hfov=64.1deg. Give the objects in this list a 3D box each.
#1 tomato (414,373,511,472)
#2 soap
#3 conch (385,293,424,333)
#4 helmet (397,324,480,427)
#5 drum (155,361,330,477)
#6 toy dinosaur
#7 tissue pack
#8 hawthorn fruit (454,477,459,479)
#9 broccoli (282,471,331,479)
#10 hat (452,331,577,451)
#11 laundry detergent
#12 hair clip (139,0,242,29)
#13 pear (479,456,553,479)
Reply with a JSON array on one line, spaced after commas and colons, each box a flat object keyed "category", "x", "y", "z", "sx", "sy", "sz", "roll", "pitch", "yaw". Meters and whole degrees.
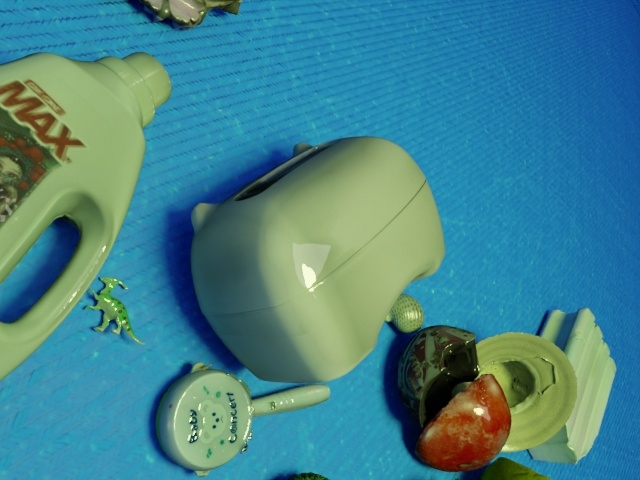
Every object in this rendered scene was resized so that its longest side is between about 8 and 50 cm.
[{"category": "tomato", "x": 0.260, "y": 0.326, "z": 0.872, "sx": 0.189, "sy": 0.099, "sz": 0.173, "roll": -29, "pitch": 140, "yaw": -27}, {"category": "soap", "x": 0.580, "y": 0.345, "z": 1.207, "sx": 0.347, "sy": 0.115, "sz": 0.208, "roll": -45, "pitch": 110, "yaw": -39}, {"category": "conch", "x": 0.149, "y": 0.125, "z": 0.903, "sx": 0.085, "sy": 0.056, "sz": 0.076, "roll": 22, "pitch": 53, "yaw": -38}, {"category": "helmet", "x": 0.189, "y": 0.216, "z": 0.878, "sx": 0.177, "sy": 0.107, "sz": 0.153, "roll": -42, "pitch": 141, "yaw": -18}, {"category": "drum", "x": -0.089, "y": 0.236, "z": 0.658, "sx": 0.253, "sy": 0.049, "sz": 0.130, "roll": 22, "pitch": 66, "yaw": -37}, {"category": "toy dinosaur", "x": -0.230, "y": 0.079, "z": 0.585, "sx": 0.083, "sy": 0.021, "sz": 0.062, "roll": 36, "pitch": 45, "yaw": -30}, {"category": "tissue pack", "x": 0.000, "y": 0.000, "z": 0.670, "sx": 0.333, "sy": 0.229, "sz": 0.236, "roll": -41, "pitch": 110, "yaw": -41}, {"category": "hawthorn fruit", "x": 0.205, "y": 0.465, "z": 0.796, "sx": 0.185, "sy": 0.185, "sz": 0.202, "roll": 57, "pitch": 35, "yaw": -17}, {"category": "broccoli", "x": 0.015, "y": 0.431, "z": 0.622, "sx": 0.254, "sy": 0.269, "sz": 0.269, "roll": -10, "pitch": 86, "yaw": -1}, {"category": "hat", "x": 0.359, "y": 0.279, "z": 1.011, "sx": 0.110, "sy": 0.252, "sz": 0.252, "roll": -80, "pitch": 145, "yaw": -77}, {"category": "laundry detergent", "x": -0.289, "y": -0.061, "z": 0.497, "sx": 0.264, "sy": 0.124, "sz": 0.398, "roll": 54, "pitch": 48, "yaw": -18}, {"category": "hair clip", "x": -0.224, "y": -0.345, "z": 0.654, "sx": 0.292, "sy": 0.084, "sz": 0.106, "roll": 6, "pitch": 81, "yaw": -37}, {"category": "pear", "x": 0.326, "y": 0.523, "z": 0.907, "sx": 0.239, "sy": 0.139, "sz": 0.288, "roll": -60, "pitch": 162, "yaw": -18}]
